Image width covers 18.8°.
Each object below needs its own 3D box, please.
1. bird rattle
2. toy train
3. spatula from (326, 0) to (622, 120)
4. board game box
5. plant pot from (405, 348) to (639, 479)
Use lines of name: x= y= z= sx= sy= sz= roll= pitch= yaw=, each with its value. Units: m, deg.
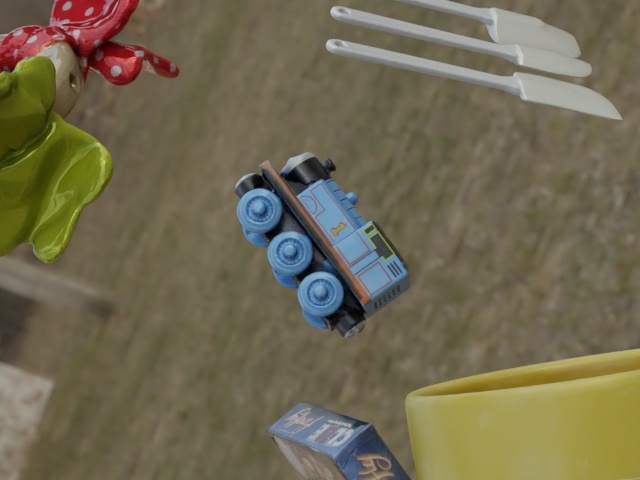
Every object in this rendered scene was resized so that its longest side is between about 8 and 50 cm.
bird rattle: x=-0.227 y=-0.109 z=1.359 sx=0.253 sy=0.207 sz=0.143 roll=-80 pitch=-24 yaw=-47
toy train: x=0.000 y=0.000 z=1.781 sx=0.105 sy=0.184 sz=0.080 roll=-35 pitch=-14 yaw=-6
spatula: x=0.110 y=-0.157 z=1.536 sx=0.168 sy=0.242 sz=0.019 roll=-101 pitch=26 yaw=-54
board game box: x=0.063 y=0.243 z=1.540 sx=0.042 sy=0.243 sz=0.165 roll=-38 pitch=12 yaw=-15
plant pot: x=0.205 y=0.209 z=1.410 sx=0.254 sy=0.254 sz=0.239 roll=167 pitch=93 yaw=-80
